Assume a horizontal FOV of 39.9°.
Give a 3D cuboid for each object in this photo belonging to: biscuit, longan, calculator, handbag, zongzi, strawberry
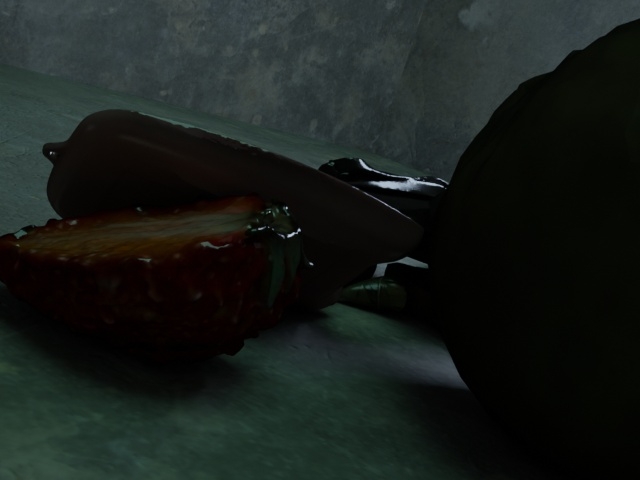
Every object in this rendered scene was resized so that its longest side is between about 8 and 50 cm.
[{"bbox_3d":[0.221,0.092,1.067,0.257,0.049,0.273,8,10,-36],"label":"biscuit"},{"bbox_3d":[0.297,0.026,0.701,0.403,0.404,0.436,16,-16,-12],"label":"longan"},{"bbox_3d":[-0.088,-0.017,0.787,0.329,0.048,0.220,21,-31,-21],"label":"calculator"},{"bbox_3d":[0.129,-0.029,1.074,0.285,0.114,0.257,21,3,35],"label":"handbag"},{"bbox_3d":[0.054,0.060,1.011,0.083,0.040,0.076,0,5,-3],"label":"zongzi"},{"bbox_3d":[-0.126,0.037,0.645,0.236,0.111,0.190,-3,16,15],"label":"strawberry"}]

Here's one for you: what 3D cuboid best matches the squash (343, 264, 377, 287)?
[{"bbox_3d":[-0.002,0.001,0.961,0.082,0.082,0.292,22,-8,22],"label":"squash"}]
